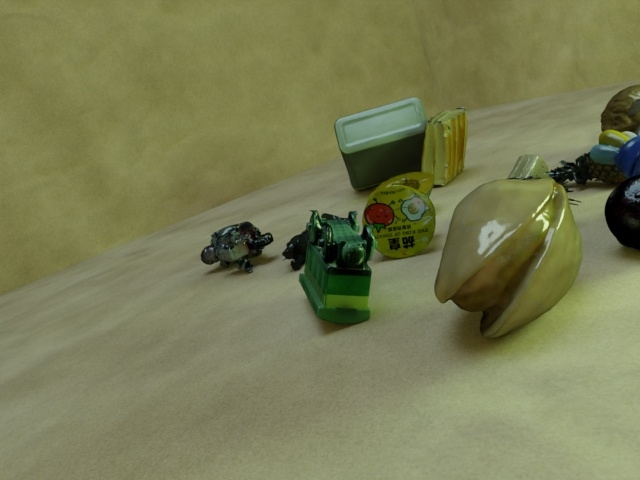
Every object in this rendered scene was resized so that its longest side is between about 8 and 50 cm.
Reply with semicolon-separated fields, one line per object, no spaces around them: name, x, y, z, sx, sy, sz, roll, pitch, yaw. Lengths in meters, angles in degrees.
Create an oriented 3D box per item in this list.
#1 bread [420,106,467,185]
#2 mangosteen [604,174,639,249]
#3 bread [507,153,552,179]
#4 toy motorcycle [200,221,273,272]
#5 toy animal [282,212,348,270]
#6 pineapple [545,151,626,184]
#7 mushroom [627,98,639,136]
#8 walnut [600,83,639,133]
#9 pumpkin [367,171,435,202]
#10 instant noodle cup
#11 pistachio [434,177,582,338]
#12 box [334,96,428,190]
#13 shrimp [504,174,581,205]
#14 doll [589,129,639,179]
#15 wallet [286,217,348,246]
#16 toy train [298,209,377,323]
bread;0.444;-0.338;2.148;0.111;0.246;0.239;10;26;26
mangosteen;0.601;-0.047;1.100;0.152;0.152;0.152;-16;14;4
bread;0.610;-0.170;1.770;0.152;0.105;0.077;-56;28;-15
toy motorcycle;-0.252;0.019;1.846;0.207;0.134;0.401;-23;14;-21
toy animal;0.000;-0.005;1.673;0.245;0.114;0.146;-12;16;20
pineapple;0.714;-0.188;1.583;0.125;0.125;0.251;-28;7;-36
mushroom;0.868;-0.294;1.511;0.215;0.207;0.207;24;3;-18
walnut;0.928;-0.355;1.745;0.213;0.213;0.213;-16;14;4
pumpkin;0.255;-0.115;1.845;0.217;0.110;0.217;-16;27;8
instant noodle cup;0.213;-0.057;1.530;0.182;0.182;0.144;-12;7;22
pistachio;0.312;0.020;0.997;0.321;0.229;0.238;-46;-13;-39
box;0.252;-0.363;2.314;0.352;0.177;0.344;-14;-20;8
shrimp;0.493;-0.101;1.455;0.145;0.116;0.343;-22;8;-16
doll;0.759;-0.153;1.199;0.365;0.187;0.376;-12;17;14
wallet;0.002;-0.020;1.877;0.124;0.042;0.230;-4;20;33
toy train;0.035;0.046;1.273;0.120;0.202;0.301;4;11;-11
